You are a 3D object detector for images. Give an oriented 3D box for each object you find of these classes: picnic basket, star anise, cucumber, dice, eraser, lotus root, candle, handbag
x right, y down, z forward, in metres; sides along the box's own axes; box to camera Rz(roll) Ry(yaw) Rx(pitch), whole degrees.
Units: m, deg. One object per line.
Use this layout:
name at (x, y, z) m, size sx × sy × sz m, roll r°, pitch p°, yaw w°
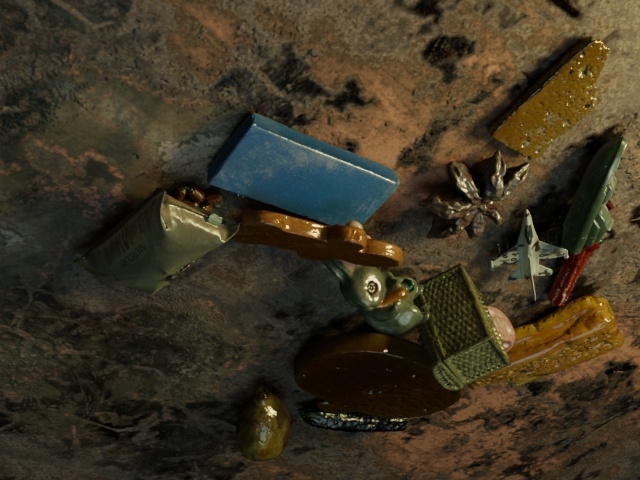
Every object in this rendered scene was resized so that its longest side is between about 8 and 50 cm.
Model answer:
picnic basket at (0.275, 0.185, 1.729) m, size 0.154 × 0.196 × 0.134 m, roll -27°, pitch 140°, yaw 14°
star anise at (0.270, -0.074, 1.522) m, size 0.197 × 0.073 × 0.212 m, roll -3°, pitch 136°, yaw -19°
cucumber at (0.080, 0.436, 2.058) m, size 0.300 × 0.072 × 0.072 m, roll 6°, pitch 136°, yaw -22°
dice at (0.370, 0.207, 1.867) m, size 0.094 × 0.091 × 0.093 m, roll 18°, pitch 130°, yaw -35°
eraser at (-0.024, -0.108, 1.410) m, size 0.312 × 0.042 × 0.144 m, roll 17°, pitch 129°, yaw -34°
lotus root at (-0.131, 0.423, 1.923) m, size 0.138 × 0.138 × 0.214 m, roll -6°, pitch 132°, yaw -12°
candle at (0.540, 0.034, 1.753) m, size 0.048 × 0.051 × 0.329 m, roll -4°, pitch 139°, yaw -10°
handbag at (-0.269, 0.009, 1.404) m, size 0.182 × 0.117 × 0.270 m, roll 21°, pitch 139°, yaw -38°

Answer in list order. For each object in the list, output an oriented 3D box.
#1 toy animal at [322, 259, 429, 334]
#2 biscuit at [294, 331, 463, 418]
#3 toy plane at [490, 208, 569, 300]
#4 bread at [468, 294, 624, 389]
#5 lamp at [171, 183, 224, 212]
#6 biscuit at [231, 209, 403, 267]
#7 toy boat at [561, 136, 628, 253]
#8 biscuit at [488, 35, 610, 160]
toy animal at (0.096, 0.101, 1.641) m, size 0.251 × 0.125 × 0.127 m, roll 28°, pitch 95°, yaw -33°
biscuit at (0.124, 0.310, 1.900) m, size 0.394 × 0.070 × 0.350 m, roll 30°, pitch 137°, yaw -35°
toy plane at (0.416, 0.010, 1.677) m, size 0.160 × 0.082 × 0.234 m, roll -10°, pitch 126°, yaw 8°
bread at (0.509, 0.252, 1.957) m, size 0.380 × 0.109 × 0.185 m, roll -25°, pitch 144°, yaw 13°
lamp at (-0.211, -0.068, 1.407) m, size 0.083 × 0.031 × 0.063 m, roll 16°, pitch 130°, yaw -28°
biscuit at (0.001, -0.003, 1.479) m, size 0.324 × 0.049 × 0.205 m, roll 13°, pitch 165°, yaw -19°
toy boat at (0.527, -0.084, 1.575) m, size 0.085 × 0.078 × 0.260 m, roll 22°, pitch 131°, yaw 15°
biscuit at (0.404, -0.238, 1.412) m, size 0.131 × 0.026 × 0.237 m, roll 19°, pitch 128°, yaw -37°
